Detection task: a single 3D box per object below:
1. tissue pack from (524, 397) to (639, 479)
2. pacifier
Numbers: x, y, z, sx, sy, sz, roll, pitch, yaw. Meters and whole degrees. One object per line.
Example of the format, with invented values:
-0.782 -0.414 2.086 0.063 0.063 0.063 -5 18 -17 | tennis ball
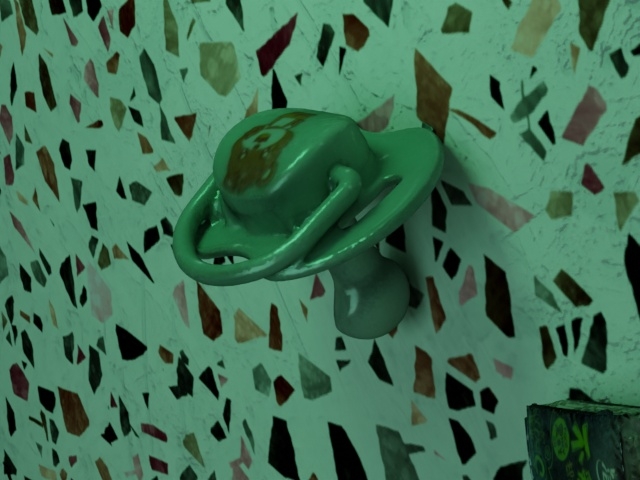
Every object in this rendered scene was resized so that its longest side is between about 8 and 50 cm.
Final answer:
0.266 0.235 1.757 0.235 0.073 0.173 168 93 -74 | tissue pack
0.000 0.000 2.006 0.343 0.288 0.269 14 140 58 | pacifier
